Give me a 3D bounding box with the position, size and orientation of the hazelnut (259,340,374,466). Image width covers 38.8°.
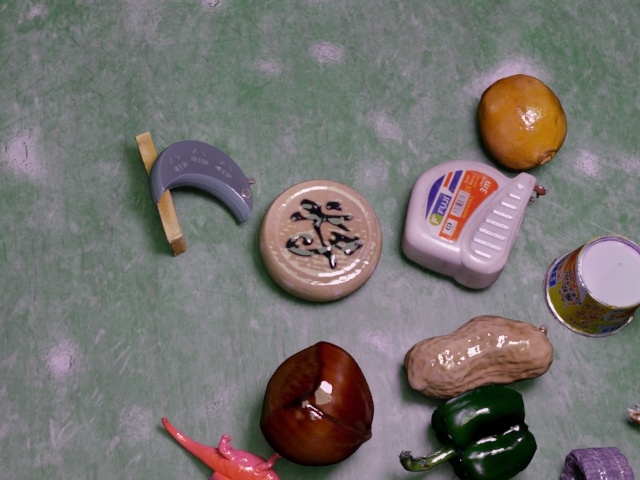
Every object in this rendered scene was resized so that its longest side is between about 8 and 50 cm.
[{"bbox_3d":[-0.002,0.314,1.693,0.229,0.229,0.229,2,69,-5],"label":"hazelnut"}]

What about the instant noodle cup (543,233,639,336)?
[{"bbox_3d":[0.583,0.083,1.873,0.205,0.153,0.205,2,67,-5],"label":"instant noodle cup"}]

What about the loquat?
[{"bbox_3d":[0.432,-0.260,1.977,0.187,0.176,0.234,-36,59,26],"label":"loquat"}]

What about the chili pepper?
[{"bbox_3d":[0.273,0.377,1.723,0.261,0.165,0.173,-21,93,0],"label":"chili pepper"}]

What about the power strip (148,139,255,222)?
[{"bbox_3d":[-0.237,-0.125,1.880,0.253,0.054,0.167,10,57,-35],"label":"power strip"}]

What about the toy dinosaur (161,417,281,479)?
[{"bbox_3d":[-0.187,0.437,1.692,0.286,0.070,0.139,18,55,5],"label":"toy dinosaur"}]

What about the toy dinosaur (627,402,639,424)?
[{"bbox_3d":[0.816,0.317,1.835,0.393,0.092,0.205,14,68,-1],"label":"toy dinosaur"}]

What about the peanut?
[{"bbox_3d":[0.308,0.228,1.801,0.291,0.159,0.143,-14,106,-1],"label":"peanut"}]

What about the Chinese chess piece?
[{"bbox_3d":[0.000,0.000,1.877,0.257,0.104,0.257,1,69,-4],"label":"Chinese chess piece"}]

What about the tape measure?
[{"bbox_3d":[0.309,-0.043,1.912,0.265,0.130,0.258,22,66,9],"label":"tape measure"}]

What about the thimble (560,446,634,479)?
[{"bbox_3d":[0.528,0.469,1.722,0.098,0.150,0.150,-6,69,-9],"label":"thimble"}]

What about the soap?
[{"bbox_3d":[-0.330,-0.096,1.888,0.037,0.092,0.252,-18,71,-8],"label":"soap"}]
